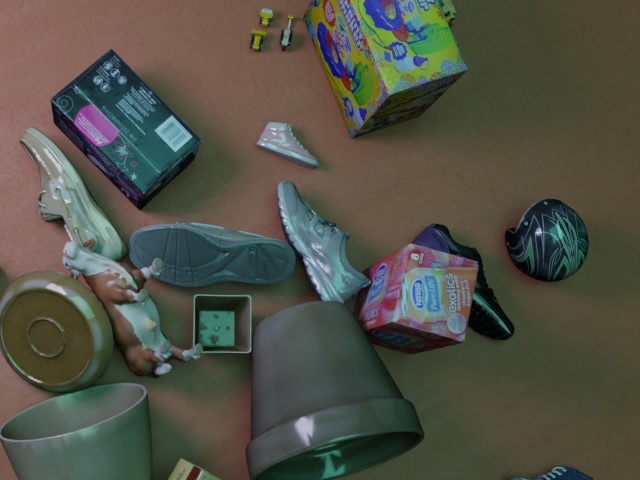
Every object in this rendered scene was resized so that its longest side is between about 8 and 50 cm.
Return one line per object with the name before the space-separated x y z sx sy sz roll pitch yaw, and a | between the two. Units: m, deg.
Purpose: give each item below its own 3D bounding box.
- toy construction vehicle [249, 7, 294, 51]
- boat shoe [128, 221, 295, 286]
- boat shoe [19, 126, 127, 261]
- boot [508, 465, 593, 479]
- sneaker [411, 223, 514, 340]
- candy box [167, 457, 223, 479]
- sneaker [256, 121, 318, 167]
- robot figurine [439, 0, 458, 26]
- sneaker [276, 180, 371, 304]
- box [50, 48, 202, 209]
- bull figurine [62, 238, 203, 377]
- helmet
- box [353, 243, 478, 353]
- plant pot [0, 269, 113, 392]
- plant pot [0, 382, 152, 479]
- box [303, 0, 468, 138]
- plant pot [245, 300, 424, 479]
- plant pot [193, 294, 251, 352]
toy construction vehicle | -0.101 -0.438 1.924 0.085 0.035 0.098 8 74 -1
boat shoe | -0.211 0.025 1.779 0.320 0.103 0.118 2 98 -7
boat shoe | -0.487 -0.074 1.720 0.098 0.109 0.302 -35 95 -17
boot | 0.469 0.496 1.862 0.189 0.069 0.086 24 67 -16
sneaker | 0.312 0.079 1.884 0.283 0.107 0.124 44 67 -2
candy box | -0.163 0.542 1.618 0.316 0.087 0.183 40 71 -31
sneaker | -0.058 -0.202 1.874 0.134 0.051 0.070 22 80 -4
robot figurine | 0.186 -0.573 1.938 0.085 0.211 0.291 -35 91 5
sneaker | 0.000 0.000 1.806 0.115 0.105 0.281 -26 79 -7
box | -0.373 -0.211 1.754 0.247 0.142 0.163 46 72 -3
bull figurine | -0.345 0.119 1.653 0.101 0.188 0.311 -45 119 -39
helmet | 0.479 0.001 1.905 0.169 0.161 0.170 3 78 -13
box | 0.171 0.118 1.736 0.142 0.300 0.154 17 76 -10
plant pot | -0.486 0.171 1.636 0.236 0.032 0.237 4 105 13
plant pot | -0.398 0.423 1.591 0.256 0.256 0.274 -14 100 -16
box | 0.121 -0.402 1.839 0.177 0.279 0.290 -20 84 -17
plant pot | 0.000 0.274 1.685 0.323 0.323 0.281 -8 65 -15
plant pot | -0.194 0.165 1.746 0.109 0.096 0.109 2 78 -14
